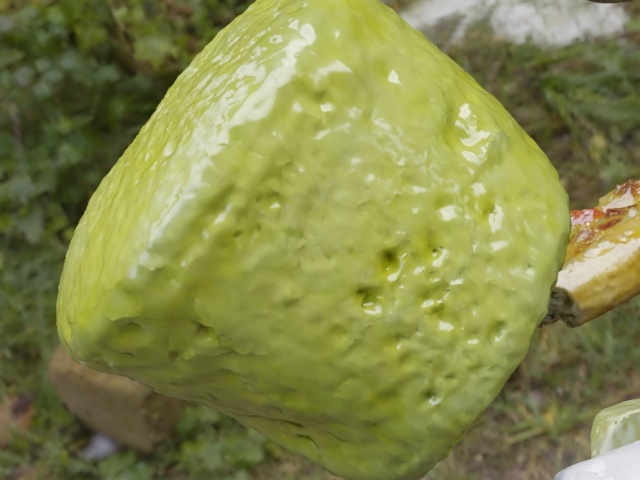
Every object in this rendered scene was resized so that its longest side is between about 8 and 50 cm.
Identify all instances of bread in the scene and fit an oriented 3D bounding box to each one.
[{"bbox_3d":[0.000,0.000,1.187,0.348,0.307,0.348,-54,6,9],"label":"bread"}]

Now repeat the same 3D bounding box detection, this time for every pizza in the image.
[{"bbox_3d":[0.204,0.014,1.398,0.287,0.075,0.280,-17,9,46],"label":"pizza"}]

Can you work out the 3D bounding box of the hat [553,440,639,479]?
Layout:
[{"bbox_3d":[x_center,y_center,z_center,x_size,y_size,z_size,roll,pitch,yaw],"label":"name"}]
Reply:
[{"bbox_3d":[0.242,0.217,1.206,0.126,0.203,0.203,-10,37,0],"label":"hat"}]

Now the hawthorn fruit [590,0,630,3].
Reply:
[{"bbox_3d":[0.243,-0.311,1.312,0.181,0.235,0.181,-12,7,1],"label":"hawthorn fruit"}]

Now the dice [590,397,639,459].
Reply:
[{"bbox_3d":[0.372,0.230,1.602,0.169,0.169,0.166,-17,-5,25],"label":"dice"}]
